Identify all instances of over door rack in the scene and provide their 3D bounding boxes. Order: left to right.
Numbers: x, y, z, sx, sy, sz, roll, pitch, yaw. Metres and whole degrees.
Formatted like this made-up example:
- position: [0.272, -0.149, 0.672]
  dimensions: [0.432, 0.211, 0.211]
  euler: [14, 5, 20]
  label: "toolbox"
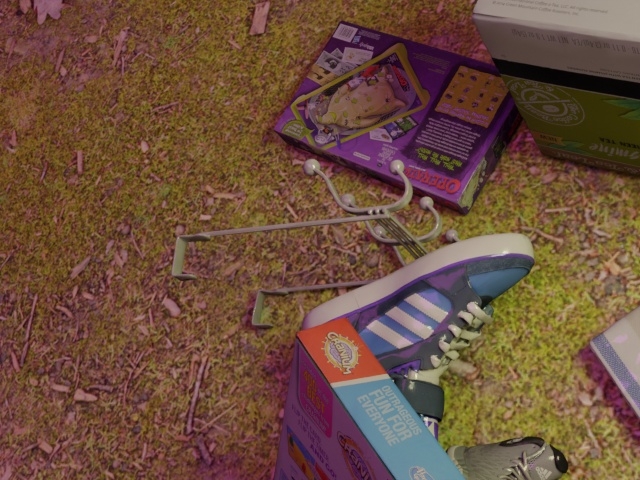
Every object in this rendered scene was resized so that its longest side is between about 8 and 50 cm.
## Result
- position: [0.000, 0.000, 1.261]
  dimensions: [0.324, 0.239, 0.108]
  euler: [-17, 62, 20]
  label: "over door rack"

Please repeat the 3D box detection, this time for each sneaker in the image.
- position: [0.142, 0.152, 1.191]
  dimensions: [0.322, 0.130, 0.236]
  euler: [-23, 66, 13]
  label: "sneaker"
- position: [0.206, 0.266, 1.055]
  dimensions: [0.132, 0.229, 0.086]
  euler: [-19, 101, 9]
  label: "sneaker"

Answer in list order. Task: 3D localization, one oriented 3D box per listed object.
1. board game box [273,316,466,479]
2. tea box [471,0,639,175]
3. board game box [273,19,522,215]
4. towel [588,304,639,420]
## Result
- position: [0.040, 0.278, 1.077]
  dimensions: [0.064, 0.317, 0.242]
  euler: [-17, 50, -26]
  label: "board game box"
- position: [0.398, -0.229, 1.101]
  dimensions: [0.329, 0.323, 0.220]
  euler: [18, 75, 35]
  label: "tea box"
- position: [0.114, -0.187, 1.410]
  dimensions: [0.346, 0.056, 0.208]
  euler: [26, 77, 35]
  label: "board game box"
- position: [0.466, 0.118, 1.075]
  dimensions: [0.285, 0.034, 0.209]
  euler: [-36, 55, 9]
  label: "towel"
